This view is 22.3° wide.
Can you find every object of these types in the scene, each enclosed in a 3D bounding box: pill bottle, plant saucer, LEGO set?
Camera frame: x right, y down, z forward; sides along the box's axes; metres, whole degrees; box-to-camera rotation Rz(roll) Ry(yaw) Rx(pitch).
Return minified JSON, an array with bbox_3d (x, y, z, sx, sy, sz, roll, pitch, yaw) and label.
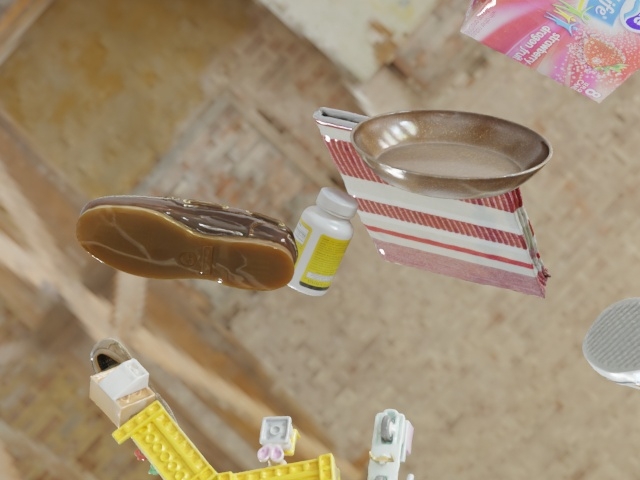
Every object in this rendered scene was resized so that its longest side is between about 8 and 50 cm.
[{"bbox_3d":[0.000,0.000,1.878,0.116,0.065,0.065,-65,176,19],"label":"pill bottle"},{"bbox_3d":[0.127,-0.082,1.591,0.198,0.198,0.036,-50,146,-61],"label":"plant saucer"},{"bbox_3d":[-0.065,0.192,1.319,0.107,0.287,0.132,68,37,-51],"label":"LEGO set"}]

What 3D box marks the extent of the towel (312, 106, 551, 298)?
[{"bbox_3d":[0.139,-0.045,1.943,0.037,0.237,0.329,-66,153,-23],"label":"towel"}]

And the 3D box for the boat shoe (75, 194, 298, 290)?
[{"bbox_3d":[-0.123,-0.003,1.516,0.073,0.207,0.073,-89,-164,-57],"label":"boat shoe"}]

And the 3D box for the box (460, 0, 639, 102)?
[{"bbox_3d":[0.257,-0.261,1.337,0.300,0.154,0.142,-45,-158,59],"label":"box"}]

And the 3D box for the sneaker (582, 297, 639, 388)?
[{"bbox_3d":[0.471,0.160,2.121,0.126,0.127,0.321,-57,-159,-10],"label":"sneaker"}]

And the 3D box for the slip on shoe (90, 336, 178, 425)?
[{"bbox_3d":[-0.188,0.160,1.639,0.051,0.135,0.041,-27,-173,3],"label":"slip on shoe"}]
